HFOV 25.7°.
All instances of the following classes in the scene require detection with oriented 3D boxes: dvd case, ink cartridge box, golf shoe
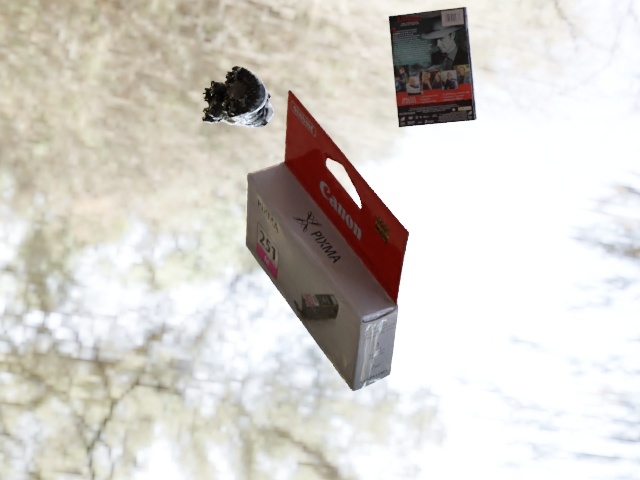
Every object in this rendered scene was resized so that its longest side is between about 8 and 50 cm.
[{"bbox_3d":[0.118,-0.182,1.476,0.013,0.087,0.119,-22,106,-67],"label":"dvd case"},{"bbox_3d":[0.000,0.000,1.630,0.275,0.060,0.239,52,-27,36],"label":"ink cartridge box"},{"bbox_3d":[-0.101,-0.204,2.024,0.198,0.093,0.077,-175,-86,-68],"label":"golf shoe"}]
